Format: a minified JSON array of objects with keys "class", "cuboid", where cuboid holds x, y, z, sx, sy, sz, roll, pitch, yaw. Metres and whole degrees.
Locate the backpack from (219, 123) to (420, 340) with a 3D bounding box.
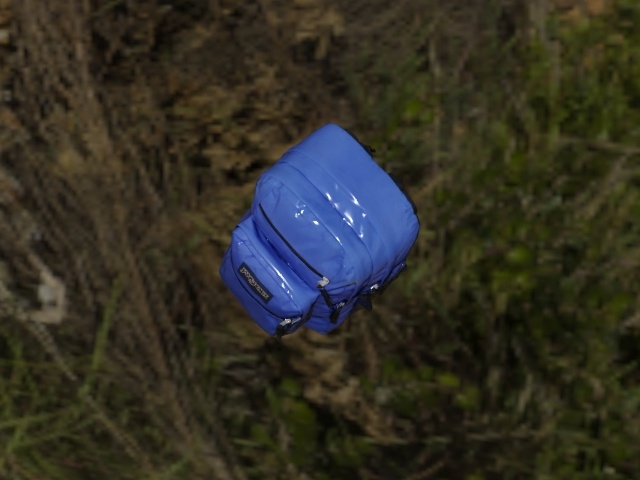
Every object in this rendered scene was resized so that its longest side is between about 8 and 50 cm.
[{"class":"backpack","cuboid":[0.000,0.000,0.883,0.098,0.120,0.101,44,65,4]}]
